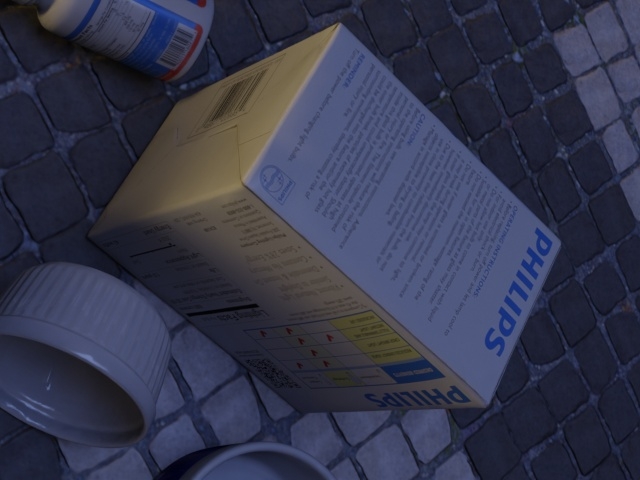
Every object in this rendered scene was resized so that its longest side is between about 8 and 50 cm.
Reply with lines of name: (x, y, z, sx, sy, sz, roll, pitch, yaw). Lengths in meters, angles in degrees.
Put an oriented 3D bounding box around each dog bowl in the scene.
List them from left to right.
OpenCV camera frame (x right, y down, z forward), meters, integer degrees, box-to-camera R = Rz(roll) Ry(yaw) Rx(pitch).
dog bowl: (-0.086, 0.362, 1.418, 0.265, 0.104, 0.265, 8, 76, -34)

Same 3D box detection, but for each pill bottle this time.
pill bottle: (-0.243, -0.275, 1.424, 0.221, 0.124, 0.124, 23, 68, -30)

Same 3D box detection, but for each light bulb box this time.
light bulb box: (0.000, 0.000, 1.396, 0.361, 0.358, 0.225, 42, 62, -23)

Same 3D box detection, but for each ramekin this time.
ramekin: (-0.252, 0.113, 1.294, 0.207, 0.207, 0.109, 38, 52, -23)
